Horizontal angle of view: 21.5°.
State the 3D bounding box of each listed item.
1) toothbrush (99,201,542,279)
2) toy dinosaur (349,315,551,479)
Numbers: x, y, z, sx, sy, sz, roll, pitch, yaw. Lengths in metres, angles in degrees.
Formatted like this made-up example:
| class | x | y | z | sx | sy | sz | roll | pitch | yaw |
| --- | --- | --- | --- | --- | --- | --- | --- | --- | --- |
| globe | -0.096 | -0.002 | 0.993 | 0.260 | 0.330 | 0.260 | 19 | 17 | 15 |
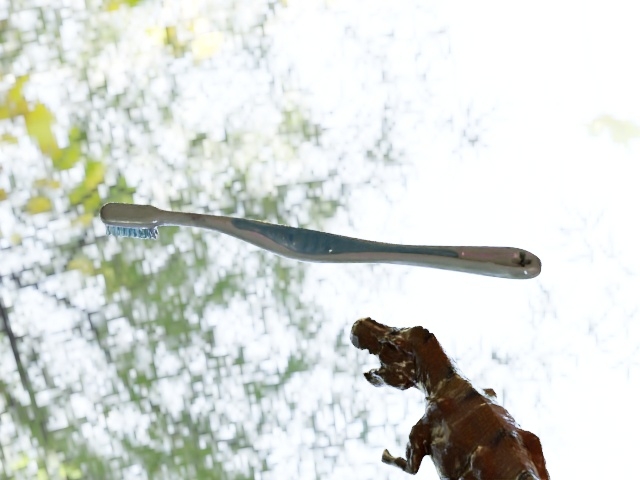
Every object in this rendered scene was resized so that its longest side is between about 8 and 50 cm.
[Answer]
| class | x | y | z | sx | sy | sz | roll | pitch | yaw |
| --- | --- | --- | --- | --- | --- | --- | --- | --- | --- |
| toothbrush | 0.000 | 0.000 | 0.611 | 0.162 | 0.017 | 0.014 | 5 | -124 | 3 |
| toy dinosaur | 0.147 | 0.212 | 1.287 | 0.097 | 0.208 | 0.432 | -16 | -147 | -27 |
